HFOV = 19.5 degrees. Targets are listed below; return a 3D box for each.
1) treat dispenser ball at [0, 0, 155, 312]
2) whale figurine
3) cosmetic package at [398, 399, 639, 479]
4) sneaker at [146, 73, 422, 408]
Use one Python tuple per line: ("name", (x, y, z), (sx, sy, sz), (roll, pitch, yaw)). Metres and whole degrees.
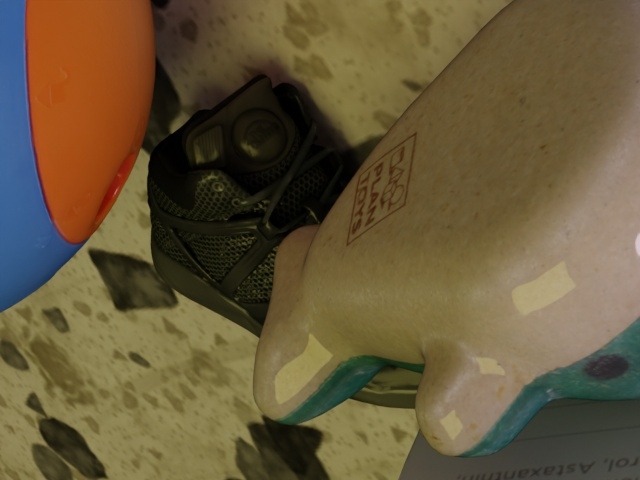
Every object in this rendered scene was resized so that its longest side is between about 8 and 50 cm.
("treat dispenser ball", (-0.223, -0.091, 0.897), (0.288, 0.288, 0.288), (25, 140, 23))
("whale figurine", (0.086, 0.006, 0.791), (0.141, 0.216, 0.272), (31, 138, -27))
("cosmetic package", (0.194, 0.267, 0.712), (0.327, 0.393, 0.329), (-8, 121, 26))
("sneaker", (0.000, 0.000, 0.946), (0.227, 0.087, 0.130), (28, 148, 28))
